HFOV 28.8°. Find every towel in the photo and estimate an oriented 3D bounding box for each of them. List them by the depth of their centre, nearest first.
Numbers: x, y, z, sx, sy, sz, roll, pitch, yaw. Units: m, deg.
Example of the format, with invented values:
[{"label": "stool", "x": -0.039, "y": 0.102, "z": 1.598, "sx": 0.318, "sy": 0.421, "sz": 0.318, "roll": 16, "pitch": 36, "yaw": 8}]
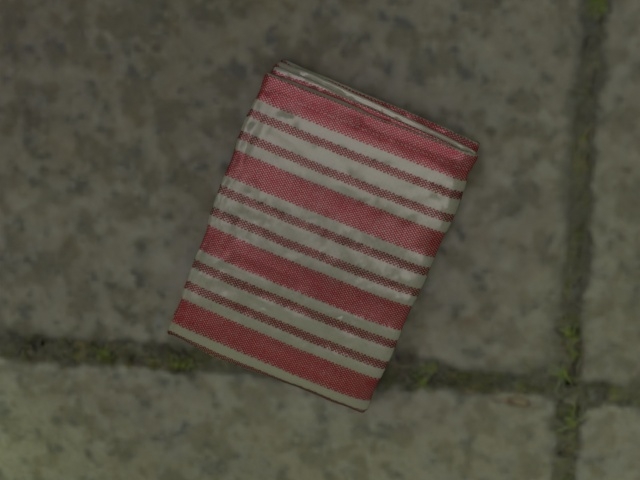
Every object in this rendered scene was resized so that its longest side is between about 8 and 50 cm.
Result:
[{"label": "towel", "x": 0.000, "y": 0.000, "z": 0.797, "sx": 0.144, "sy": 0.029, "sz": 0.197, "roll": 23, "pitch": 104, "yaw": 3}]
